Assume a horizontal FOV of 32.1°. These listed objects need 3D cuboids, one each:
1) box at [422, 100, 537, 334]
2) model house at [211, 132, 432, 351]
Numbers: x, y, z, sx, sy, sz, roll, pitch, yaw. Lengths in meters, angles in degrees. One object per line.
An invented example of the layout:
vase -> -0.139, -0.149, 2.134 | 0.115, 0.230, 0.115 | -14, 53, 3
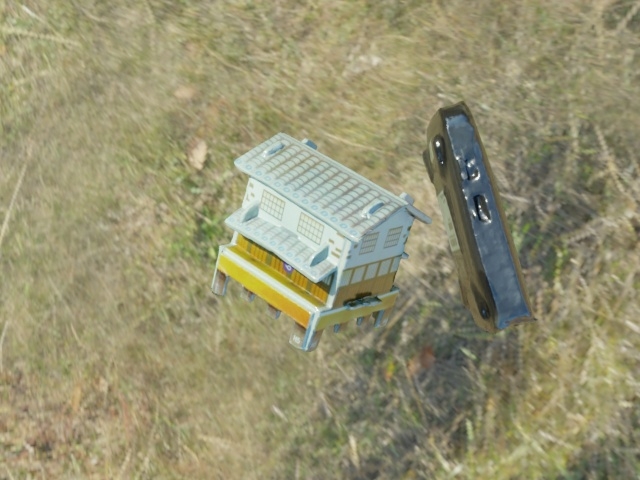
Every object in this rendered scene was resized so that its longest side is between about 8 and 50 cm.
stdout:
box -> 0.239, -0.032, 1.734 | 0.091, 0.359, 0.350 | -16, 88, 2
model house -> 0.000, 0.000, 1.457 | 0.198, 0.224, 0.215 | -14, 128, -47
